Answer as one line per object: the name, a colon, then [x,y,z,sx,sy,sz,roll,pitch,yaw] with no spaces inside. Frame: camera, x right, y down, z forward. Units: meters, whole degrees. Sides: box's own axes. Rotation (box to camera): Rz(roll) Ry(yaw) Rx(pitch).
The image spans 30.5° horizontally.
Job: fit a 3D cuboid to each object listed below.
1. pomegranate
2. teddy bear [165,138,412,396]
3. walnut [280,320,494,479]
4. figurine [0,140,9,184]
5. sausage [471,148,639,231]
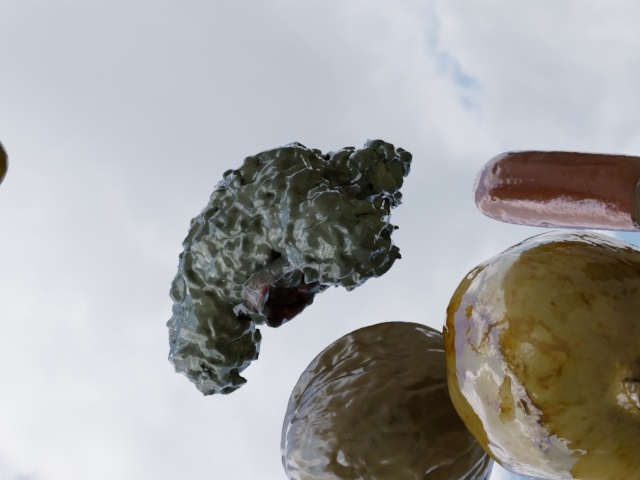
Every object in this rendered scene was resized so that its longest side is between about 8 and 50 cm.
pomegranate: [0.223,0.103,1.004,0.248,0.248,0.248,19,-136,-19]
teddy bear: [0.000,0.000,1.445,0.367,0.357,0.224,-14,-113,-52]
walnut: [0.066,0.195,1.186,0.228,0.228,0.228,19,-136,-19]
figurine: [-0.445,-0.108,1.302,0.192,0.256,0.167,37,-106,-50]
sausage: [0.322,-0.067,1.568,0.113,0.259,0.114,-9,-78,-52]
